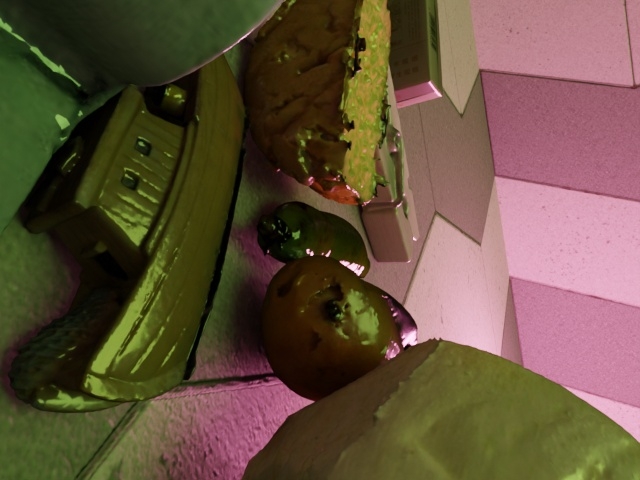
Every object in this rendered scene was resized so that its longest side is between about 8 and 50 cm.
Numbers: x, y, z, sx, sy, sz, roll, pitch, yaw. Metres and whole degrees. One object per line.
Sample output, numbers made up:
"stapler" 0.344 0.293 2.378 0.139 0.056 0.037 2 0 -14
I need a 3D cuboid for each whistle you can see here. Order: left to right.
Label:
"whistle" -0.161 -0.160 0.333 0.405 0.188 0.168 -51 136 -11

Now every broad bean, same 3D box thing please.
"broad bean" 0.000 0.000 0.711 0.339 0.061 0.077 16 53 -63

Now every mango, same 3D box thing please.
"mango" 0.021 0.104 0.639 0.156 0.151 0.248 55 7 28

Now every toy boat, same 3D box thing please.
"toy boat" -0.130 -0.039 0.422 0.121 0.089 0.321 35 50 -38

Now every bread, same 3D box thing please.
"bread" 0.000 -0.171 0.671 0.160 0.147 0.261 35 58 -69

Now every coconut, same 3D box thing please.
"coconut" 0.088 0.274 0.486 0.345 0.415 0.415 53 32 -9

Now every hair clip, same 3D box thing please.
"hair clip" 0.089 -0.119 0.902 0.101 0.085 0.331 -58 136 -50

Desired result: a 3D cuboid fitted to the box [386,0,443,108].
"box" 0.122 -0.317 0.963 0.058 0.141 0.201 24 60 -55
